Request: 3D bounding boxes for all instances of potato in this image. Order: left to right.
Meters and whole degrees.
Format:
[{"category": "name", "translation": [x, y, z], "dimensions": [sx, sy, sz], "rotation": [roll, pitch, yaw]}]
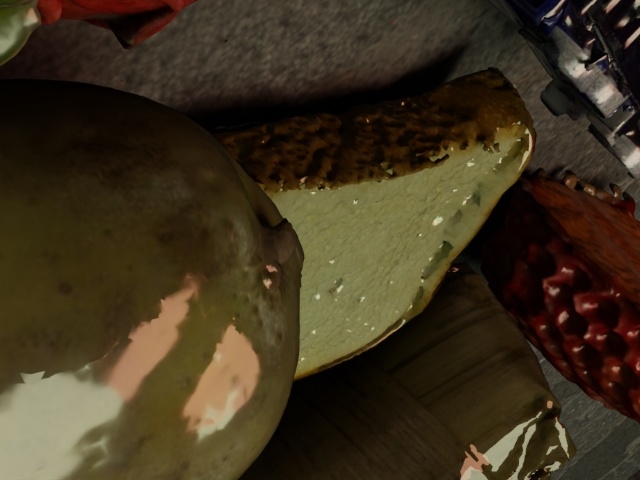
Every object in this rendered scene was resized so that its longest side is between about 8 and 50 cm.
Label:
[{"category": "potato", "translation": [-0.166, 0.063, 0.464], "dimensions": [0.326, 0.221, 0.243], "rotation": [-37, 146, 19]}]

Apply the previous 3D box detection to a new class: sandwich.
[{"category": "sandwich", "translation": [0.000, -0.001, 0.719], "dimensions": [0.251, 0.087, 0.226], "rotation": [-16, 143, -39]}]

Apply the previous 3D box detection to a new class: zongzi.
[{"category": "zongzi", "translation": [-0.008, 0.289, 0.992], "dimensions": [0.500, 0.218, 0.467], "rotation": [-35, 153, -9]}]

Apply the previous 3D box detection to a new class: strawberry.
[{"category": "strawberry", "translation": [0.261, 0.073, 0.969], "dimensions": [0.150, 0.280, 0.253], "rotation": [-51, 160, 25]}]

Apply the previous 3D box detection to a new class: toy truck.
[{"category": "toy truck", "translation": [0.156, -0.149, 0.634], "dimensions": [0.124, 0.155, 0.268], "rotation": [-45, 155, 9]}]

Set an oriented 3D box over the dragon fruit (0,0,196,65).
[{"category": "dragon fruit", "translation": [-0.063, -0.150, 0.344], "dimensions": [0.209, 0.172, 0.172], "rotation": [-42, 154, -15]}]
